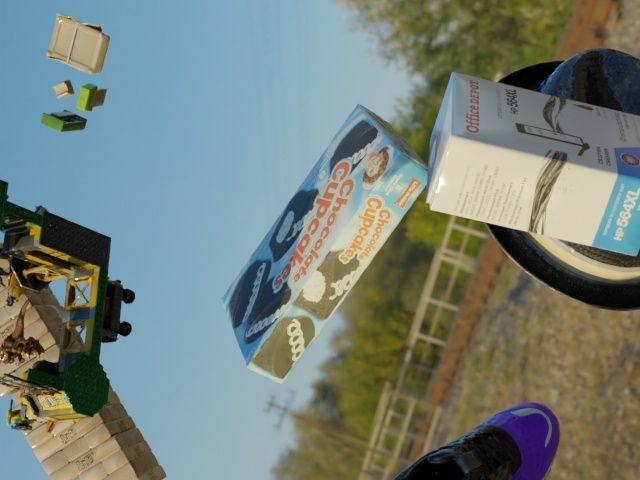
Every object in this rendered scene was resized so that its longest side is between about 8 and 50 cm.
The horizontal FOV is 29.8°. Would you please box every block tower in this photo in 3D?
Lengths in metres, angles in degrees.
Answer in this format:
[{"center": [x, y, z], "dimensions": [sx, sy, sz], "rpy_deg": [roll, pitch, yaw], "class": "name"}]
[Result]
[{"center": [-0.300, 0.166, 1.358], "dimensions": [0.097, 0.335, 0.091], "rpy_deg": [-32, -7, 6], "class": "block tower"}]

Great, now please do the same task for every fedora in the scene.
[{"center": [0.327, -0.094, 1.354], "dimensions": [0.152, 0.334, 0.334], "rpy_deg": [106, -175, -61], "class": "fedora"}]

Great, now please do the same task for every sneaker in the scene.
[{"center": [0.178, 0.277, 1.418], "dimensions": [0.293, 0.102, 0.146], "rpy_deg": [-33, -25, -20], "class": "sneaker"}]

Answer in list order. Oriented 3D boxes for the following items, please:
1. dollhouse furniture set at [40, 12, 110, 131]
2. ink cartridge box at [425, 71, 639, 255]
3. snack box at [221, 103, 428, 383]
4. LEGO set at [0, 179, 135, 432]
[{"center": [-0.316, -0.217, 1.570], "dimensions": [0.058, 0.076, 0.151], "rpy_deg": [-28, -41, -67], "class": "dollhouse furniture set"}, {"center": [0.211, -0.076, 1.154], "dimensions": [0.148, 0.203, 0.085], "rpy_deg": [-80, 4, -58], "class": "ink cartridge box"}, {"center": [0.000, 0.000, 1.498], "dimensions": [0.322, 0.060, 0.187], "rpy_deg": [-55, 26, 12], "class": "snack box"}, {"center": [-0.364, 0.059, 1.176], "dimensions": [0.331, 0.192, 0.254], "rpy_deg": [16, -112, -53], "class": "LEGO set"}]
